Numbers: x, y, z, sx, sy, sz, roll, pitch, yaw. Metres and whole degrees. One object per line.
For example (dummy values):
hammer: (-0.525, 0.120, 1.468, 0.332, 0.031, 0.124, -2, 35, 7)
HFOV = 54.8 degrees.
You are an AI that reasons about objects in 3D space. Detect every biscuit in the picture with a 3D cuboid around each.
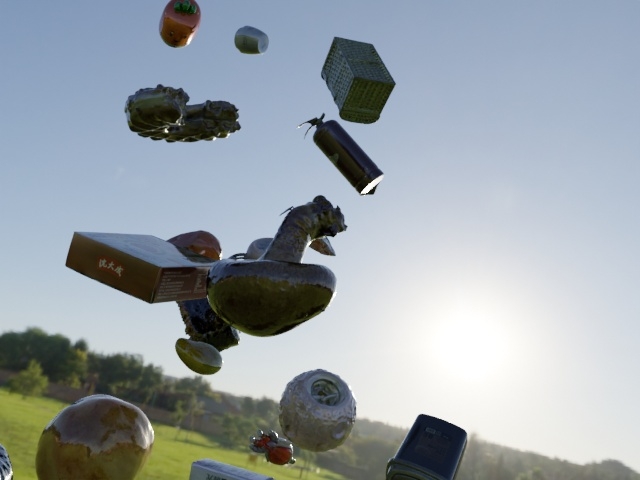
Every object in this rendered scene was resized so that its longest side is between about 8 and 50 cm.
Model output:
biscuit: (-0.434, -0.369, 1.850, 0.268, 0.115, 0.366, -7, -5, 30)

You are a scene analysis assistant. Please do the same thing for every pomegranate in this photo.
pomegranate: (-0.795, 0.757, 2.183, 0.412, 0.411, 0.411, 11, -18, 3)

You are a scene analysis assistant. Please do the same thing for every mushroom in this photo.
mushroom: (-0.104, 0.067, 1.524, 0.334, 0.356, 0.331, 6, 17, -23)

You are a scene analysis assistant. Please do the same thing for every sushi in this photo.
sushi: (-0.440, 0.322, 2.464, 0.348, 0.208, 0.234, 54, -10, 51)

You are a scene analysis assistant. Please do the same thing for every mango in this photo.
mango: (-0.415, 0.402, 2.111, 0.085, 0.122, 0.191, -39, -39, 25)

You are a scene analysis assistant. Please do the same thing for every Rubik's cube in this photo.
Rubik's cube: (0.195, -0.235, 2.588, 0.111, 0.111, 0.093, 23, -38, -31)

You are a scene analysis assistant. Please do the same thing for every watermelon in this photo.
watermelon: (-0.006, -0.004, 2.261, 0.180, 0.081, 0.094, 48, -13, -25)

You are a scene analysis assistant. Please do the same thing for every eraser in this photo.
eraser: (-0.212, 0.675, 1.628, 0.287, 0.130, 0.086, 5, -5, 25)

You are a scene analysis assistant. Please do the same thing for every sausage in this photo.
sausage: (-0.489, 0.050, 2.288, 0.268, 0.153, 0.141, -17, -51, 20)

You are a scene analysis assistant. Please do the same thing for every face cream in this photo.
face cream: (-0.224, -0.647, 2.005, 0.095, 0.091, 0.091, 19, -13, 24)

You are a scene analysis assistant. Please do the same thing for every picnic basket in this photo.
picnic basket: (0.096, -0.442, 1.728, 0.134, 0.196, 0.154, 1, -41, -27)

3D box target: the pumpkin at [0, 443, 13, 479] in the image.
pumpkin: (-0.782, 0.453, 1.238, 0.239, 0.315, 0.315, -29, -13, -12)

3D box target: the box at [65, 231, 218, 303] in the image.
box: (-0.552, 0.082, 2.011, 0.345, 0.122, 0.385, 19, 5, 21)

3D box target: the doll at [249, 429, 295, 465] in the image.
doll: (-0.148, 0.691, 2.037, 0.227, 0.102, 0.075, 46, 8, -38)

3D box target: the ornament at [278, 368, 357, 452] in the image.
ornament: (-0.013, 0.546, 1.972, 0.260, 0.259, 0.225, 15, -57, -9)

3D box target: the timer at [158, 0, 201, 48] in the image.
timer: (-0.347, -0.556, 1.549, 0.099, 0.136, 0.136, 19, -19, -26)

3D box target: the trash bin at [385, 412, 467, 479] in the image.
trash bin: (0.325, 0.693, 1.889, 0.210, 0.290, 0.182, 15, -50, 23)

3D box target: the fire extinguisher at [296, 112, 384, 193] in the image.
fire extinguisher: (0.065, -0.311, 2.150, 0.337, 0.135, 0.114, 51, 13, 9)

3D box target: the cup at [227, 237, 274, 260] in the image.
cup: (-0.190, 0.104, 1.962, 0.253, 0.200, 0.191, 11, 24, -2)
